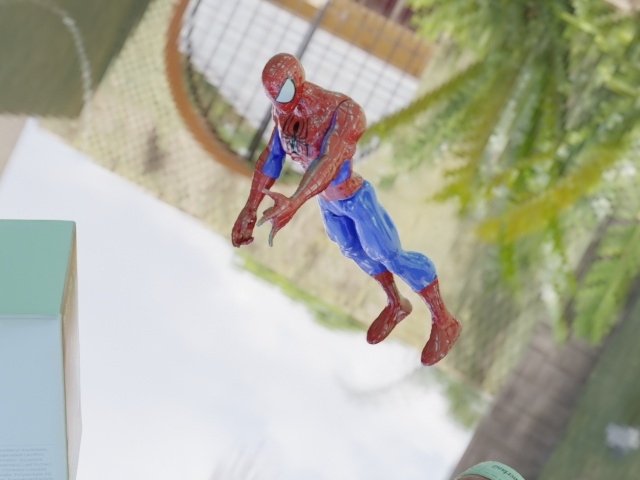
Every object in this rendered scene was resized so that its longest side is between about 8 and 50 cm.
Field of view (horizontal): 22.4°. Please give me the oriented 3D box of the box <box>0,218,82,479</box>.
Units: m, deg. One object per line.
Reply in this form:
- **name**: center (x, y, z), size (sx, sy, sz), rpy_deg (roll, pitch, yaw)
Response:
- **box**: center (-0.205, 0.089, 1.051), size (0.091, 0.170, 0.130), rpy_deg (1, -152, -4)

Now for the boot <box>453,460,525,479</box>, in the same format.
- **boot**: center (0.046, 0.277, 1.117), size (0.088, 0.244, 0.176), rpy_deg (35, -145, 27)

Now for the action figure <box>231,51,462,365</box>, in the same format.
- **action figure**: center (0.000, 0.000, 1.142), size (0.091, 0.139, 0.280), rpy_deg (17, 143, 42)
